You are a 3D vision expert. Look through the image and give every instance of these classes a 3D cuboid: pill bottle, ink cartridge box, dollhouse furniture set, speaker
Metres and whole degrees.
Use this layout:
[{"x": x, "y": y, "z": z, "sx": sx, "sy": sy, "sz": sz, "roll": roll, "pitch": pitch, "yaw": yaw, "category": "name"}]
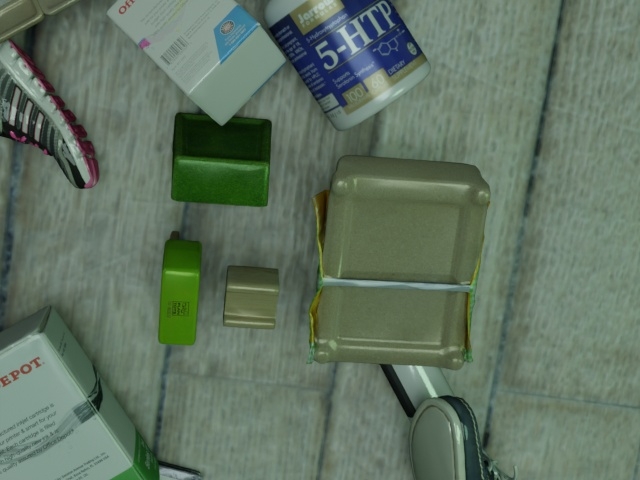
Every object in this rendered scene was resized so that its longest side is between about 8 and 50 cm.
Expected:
[{"x": 0.012, "y": -0.209, "z": 1.009, "sx": 0.112, "sy": 0.112, "sz": 0.187, "roll": -34, "pitch": 99, "yaw": 2, "category": "pill bottle"}, {"x": -0.120, "y": -0.197, "z": 0.995, "sx": 0.092, "sy": 0.090, "sz": 0.143, "roll": -45, "pitch": 70, "yaw": 3, "category": "ink cartridge box"}, {"x": 0.000, "y": 0.000, "z": 1.035, "sx": 0.301, "sy": 0.151, "sz": 0.198, "roll": 4, "pitch": 110, "yaw": -6, "category": "dollhouse furniture set"}, {"x": 0.088, "y": 0.121, "z": 1.091, "sx": 0.055, "sy": 0.055, "sz": 0.136, "roll": -28, "pitch": 100, "yaw": 1, "category": "speaker"}, {"x": -0.274, "y": 0.190, "z": 1.031, "sx": 0.153, "sy": 0.087, "sz": 0.208, "roll": -29, "pitch": 108, "yaw": 1, "category": "ink cartridge box"}]

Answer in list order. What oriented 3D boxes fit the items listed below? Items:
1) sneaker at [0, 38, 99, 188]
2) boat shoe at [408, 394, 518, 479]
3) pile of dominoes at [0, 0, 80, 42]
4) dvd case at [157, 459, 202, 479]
[{"x": -0.283, "y": -0.113, "z": 1.031, "sx": 0.074, "sy": 0.063, "sz": 0.170, "roll": -35, "pitch": 94, "yaw": 2, "category": "sneaker"}, {"x": 0.147, "y": 0.255, "z": 1.075, "sx": 0.079, "sy": 0.095, "sz": 0.255, "roll": -18, "pitch": 118, "yaw": -18, "category": "boat shoe"}, {"x": -0.298, "y": -0.282, "z": 1.005, "sx": 0.251, "sy": 0.040, "sz": 0.196, "roll": -27, "pitch": 78, "yaw": 3, "category": "pile of dominoes"}, {"x": -0.235, "y": 0.327, "z": 1.120, "sx": 0.164, "sy": 0.018, "sz": 0.221, "roll": 17, "pitch": 97, "yaw": -6, "category": "dvd case"}]
